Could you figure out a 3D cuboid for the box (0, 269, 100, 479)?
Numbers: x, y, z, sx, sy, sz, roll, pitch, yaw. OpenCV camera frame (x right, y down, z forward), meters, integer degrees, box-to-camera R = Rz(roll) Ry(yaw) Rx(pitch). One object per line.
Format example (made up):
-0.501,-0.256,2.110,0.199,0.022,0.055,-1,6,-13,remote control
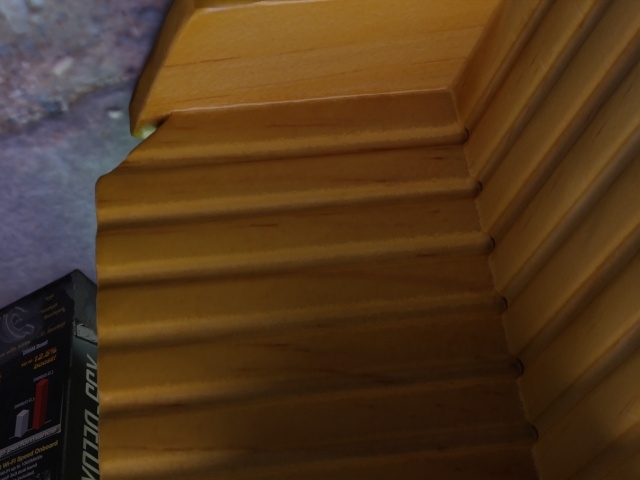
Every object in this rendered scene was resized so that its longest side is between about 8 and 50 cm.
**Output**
-0.268,0.185,0.766,0.307,0.242,0.076,-27,130,15,box

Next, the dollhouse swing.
0.042,-0.025,0.496,0.315,0.347,0.305,-5,150,-4,dollhouse swing
